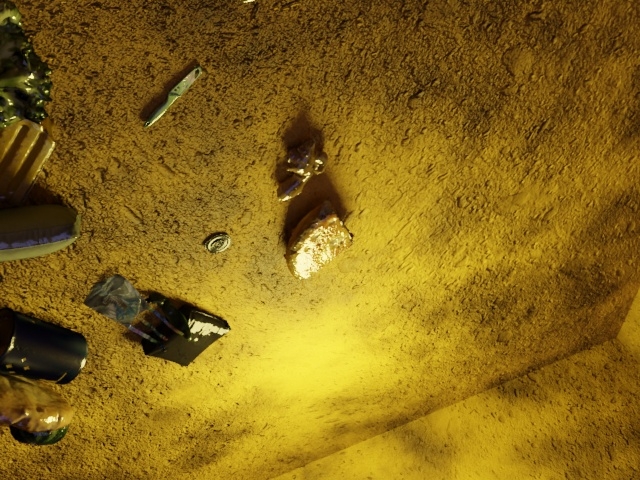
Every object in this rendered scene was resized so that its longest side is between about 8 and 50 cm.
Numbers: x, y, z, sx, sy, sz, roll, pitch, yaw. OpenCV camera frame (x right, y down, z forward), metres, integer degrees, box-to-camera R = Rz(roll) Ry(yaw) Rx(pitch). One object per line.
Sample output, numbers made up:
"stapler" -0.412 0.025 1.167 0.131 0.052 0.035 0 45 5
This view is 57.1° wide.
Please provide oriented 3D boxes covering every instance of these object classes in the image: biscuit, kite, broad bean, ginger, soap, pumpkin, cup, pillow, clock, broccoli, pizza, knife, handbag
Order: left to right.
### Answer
"broccoli" -0.623 -0.313 1.106 0.263 0.243 0.247 -45 118 11
"biscuit" -0.925 0.428 1.672 0.429 0.446 0.103 34 72 -40
"soap" -0.699 -0.204 1.310 0.160 0.080 0.257 18 123 -42
"pillow" -0.738 -0.017 1.389 0.323 0.255 0.119 -8 101 -19
"cup" -0.866 0.312 1.750 0.256 0.255 0.178 36 74 -49
"pumpkin" -0.956 0.623 2.002 0.191 0.146 0.190 -3 162 -1
"kite" -0.557 0.223 1.796 0.310 0.015 0.169 38 113 -22
"broad bean" -0.474 0.236 1.867 0.195 0.061 0.046 46 144 -13
"knife" -0.354 -0.340 1.395 0.207 0.014 0.030 -41 138 15
"handbag" -0.456 0.337 2.008 0.247 0.080 0.223 -39 138 15
"clock" -0.311 0.010 1.789 0.083 0.010 0.074 -35 138 11
"ginger" -0.065 -0.200 1.661 0.214 0.059 0.133 -41 145 19
"pizza" 0.000 0.000 1.882 0.226 0.086 0.335 -6 137 -29

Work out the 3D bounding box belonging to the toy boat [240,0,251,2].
"toy boat" -0.101 -0.575 1.241 0.226 0.068 0.088 -21 134 -1
